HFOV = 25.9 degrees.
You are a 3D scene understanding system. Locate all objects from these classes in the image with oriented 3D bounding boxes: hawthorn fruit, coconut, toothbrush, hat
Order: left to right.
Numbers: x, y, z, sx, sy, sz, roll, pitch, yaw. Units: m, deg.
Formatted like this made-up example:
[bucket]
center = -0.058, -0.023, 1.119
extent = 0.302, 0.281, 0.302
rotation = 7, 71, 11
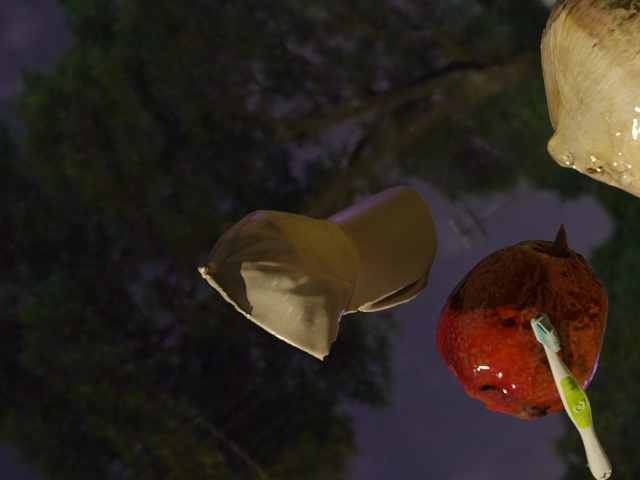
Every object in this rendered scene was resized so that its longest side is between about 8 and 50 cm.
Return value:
[hat]
center = 0.000, 0.000, 1.484
extent = 0.164, 0.226, 0.219
rotation = 45, 177, -34
[hawthorn fruit]
center = 0.212, 0.093, 1.417
extent = 0.173, 0.179, 0.173
rotation = 56, -174, -8
[toothbrush]
center = 0.223, 0.142, 1.224
extent = 0.026, 0.022, 0.263
rotation = 51, 173, 42
[coconut]
center = 0.465, -0.215, 1.853
extent = 0.404, 0.404, 0.404
rotation = 44, -156, -25
